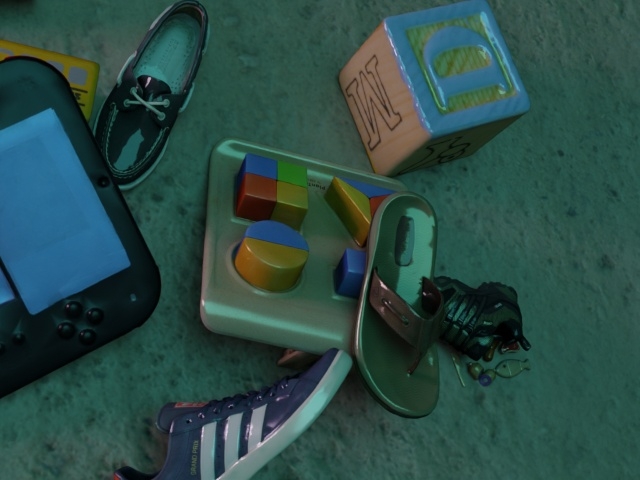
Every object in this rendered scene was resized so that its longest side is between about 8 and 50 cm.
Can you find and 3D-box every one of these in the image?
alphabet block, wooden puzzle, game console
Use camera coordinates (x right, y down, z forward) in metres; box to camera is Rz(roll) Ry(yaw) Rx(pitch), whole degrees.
[{"bbox_3d":[0.168,-0.228,1.676,0.192,0.197,0.193,-15,79,-24],"label":"alphabet block"},{"bbox_3d":[0.000,0.000,1.543,0.322,0.080,0.348,14,45,-15],"label":"wooden puzzle"},{"bbox_3d":[-0.417,-0.008,1.397,0.342,0.060,0.386,-28,101,-20],"label":"game console"}]

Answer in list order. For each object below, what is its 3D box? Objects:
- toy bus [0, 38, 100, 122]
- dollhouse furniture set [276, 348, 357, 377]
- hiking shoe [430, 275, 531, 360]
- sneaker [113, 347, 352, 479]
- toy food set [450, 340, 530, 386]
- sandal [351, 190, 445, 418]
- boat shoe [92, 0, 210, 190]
[{"bbox_3d":[-0.476,-0.207,1.480,0.333,0.108,0.130,12,70,-17],"label":"toy bus"},{"bbox_3d":[-0.004,0.099,1.549,0.144,0.123,0.151,11,70,-17],"label":"dollhouse furniture set"},{"bbox_3d":[0.206,0.119,1.626,0.227,0.086,0.114,-1,49,-21],"label":"hiking shoe"},{"bbox_3d":[-0.119,0.236,1.414,0.350,0.131,0.148,-42,84,-2],"label":"sneaker"},{"bbox_3d":[0.262,0.178,1.680,0.122,0.019,0.078,-16,80,-24],"label":"toy food set"},{"bbox_3d":[0.109,0.079,1.432,0.120,0.086,0.302,5,78,-21],"label":"sandal"},{"bbox_3d":[-0.244,-0.216,1.578,0.114,0.091,0.302,21,67,-13],"label":"boat shoe"}]
